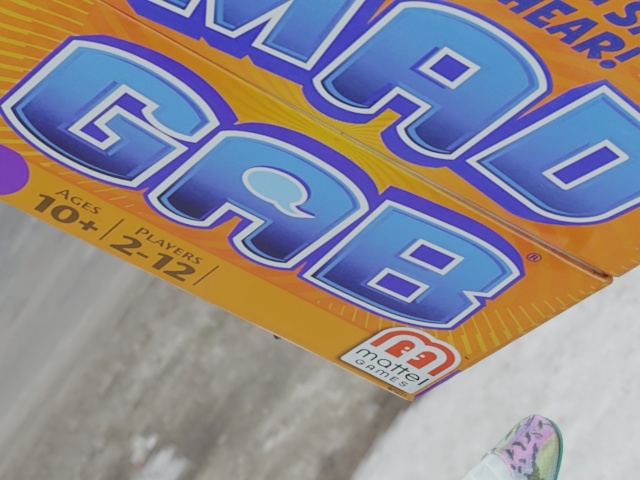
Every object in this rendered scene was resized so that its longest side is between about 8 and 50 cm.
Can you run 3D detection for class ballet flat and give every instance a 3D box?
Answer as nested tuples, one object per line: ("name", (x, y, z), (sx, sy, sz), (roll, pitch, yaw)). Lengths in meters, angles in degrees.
("ballet flat", (0.141, 0.245, 1.505), (0.077, 0.079, 0.221), (60, 140, 44))

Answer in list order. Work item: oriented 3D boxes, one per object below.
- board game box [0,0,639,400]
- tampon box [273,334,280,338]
("board game box", (0.033, -0.192, 0.928), (0.356, 0.357, 0.356), (-37, 34, 45))
("tampon box", (0.000, 0.000, 1.542), (0.161, 0.120, 0.101), (78, -178, -60))
